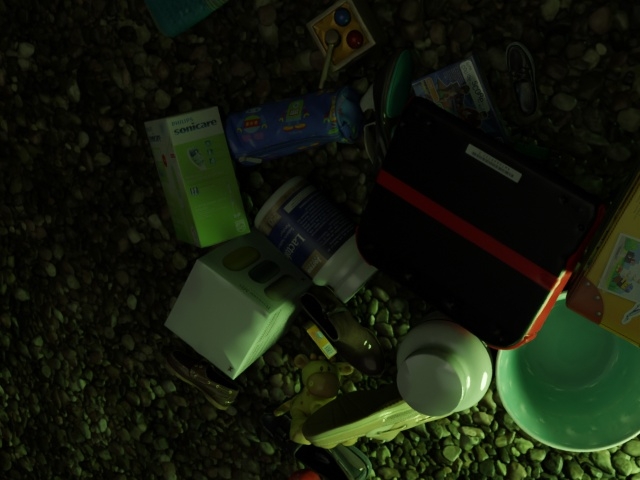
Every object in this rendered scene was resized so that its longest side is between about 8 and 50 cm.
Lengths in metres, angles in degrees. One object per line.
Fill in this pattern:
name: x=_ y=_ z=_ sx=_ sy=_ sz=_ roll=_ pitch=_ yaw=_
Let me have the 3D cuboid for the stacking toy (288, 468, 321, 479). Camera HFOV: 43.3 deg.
stacking toy: x=0.059 y=0.662 z=1.939 sx=0.330 sy=0.141 sz=0.141 roll=24 pitch=116 yaw=22

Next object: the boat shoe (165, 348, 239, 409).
boat shoe: x=-0.295 y=0.336 z=2.033 sx=0.207 sy=0.073 sz=0.073 roll=36 pitch=117 yaw=3

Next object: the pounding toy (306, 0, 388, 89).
pounding toy: x=0.040 y=-0.394 z=1.600 sx=0.141 sy=0.100 sz=0.130 roll=-28 pitch=93 yaw=31

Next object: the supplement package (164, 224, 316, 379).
supplement package: x=-0.164 y=0.127 z=1.783 sx=0.199 sy=0.263 sz=0.198 roll=36 pitch=119 yaw=10

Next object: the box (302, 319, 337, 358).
box: x=-0.004 y=0.222 z=1.829 sx=0.028 sy=0.136 sz=0.081 roll=-38 pitch=94 yaw=-4

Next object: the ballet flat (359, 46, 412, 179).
ballet flat: x=0.127 y=-0.245 z=1.616 sx=0.096 sy=0.095 sz=0.280 roll=12 pitch=112 yaw=32

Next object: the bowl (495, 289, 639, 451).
bowl: x=0.484 y=0.221 z=1.530 sx=0.312 sy=0.163 sz=0.311 roll=2 pitch=103 yaw=8

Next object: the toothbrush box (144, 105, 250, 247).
toothbrush box: x=-0.273 y=-0.141 z=1.775 sx=0.206 sy=0.122 sz=0.283 roll=14 pitch=119 yaw=64

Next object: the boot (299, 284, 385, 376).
boot: x=0.044 y=0.206 z=1.735 sx=0.090 sy=0.207 sz=0.248 roll=-38 pitch=85 yaw=9

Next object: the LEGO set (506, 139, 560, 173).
LEGO set: x=0.292 y=-0.071 z=1.503 sx=0.331 sy=0.192 sz=0.255 roll=23 pitch=123 yaw=10

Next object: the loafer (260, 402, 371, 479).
loafer: x=-0.022 y=0.494 z=1.935 sx=0.302 sy=0.095 sz=0.109 roll=28 pitch=117 yaw=15

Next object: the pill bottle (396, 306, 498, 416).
pill bottle: x=0.261 y=0.212 z=1.568 sx=0.182 sy=0.323 sz=0.181 roll=9 pitch=111 yaw=24

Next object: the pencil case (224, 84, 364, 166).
pencil case: x=-0.060 y=-0.234 z=1.685 sx=0.306 sy=0.133 sz=0.119 roll=-9 pitch=144 yaw=28

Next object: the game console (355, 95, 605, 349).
game console: x=0.255 y=-0.022 z=1.412 sx=0.386 sy=0.060 sz=0.342 roll=34 pitch=122 yaw=22

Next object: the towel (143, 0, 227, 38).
towel: x=-0.242 y=-0.610 z=1.628 sx=0.370 sy=0.040 sz=0.271 roll=-25 pitch=97 yaw=28

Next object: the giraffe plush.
giraffe plush: x=0.002 y=0.355 z=1.860 sx=0.210 sy=0.181 sz=0.170 roll=33 pitch=113 yaw=53

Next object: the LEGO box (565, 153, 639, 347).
LEGO box: x=0.607 y=-0.116 z=1.259 sx=0.193 sy=0.372 sz=0.500 roll=29 pitch=118 yaw=15

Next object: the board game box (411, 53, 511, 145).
board game box: x=0.277 y=-0.243 z=1.573 sx=0.136 sy=0.035 sz=0.201 roll=-19 pitch=98 yaw=30

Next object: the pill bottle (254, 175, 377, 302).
pill bottle: x=0.000 y=0.000 z=1.724 sx=0.265 sy=0.153 sz=0.153 roll=43 pitch=120 yaw=7

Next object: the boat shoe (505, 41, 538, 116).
boat shoe: x=0.376 y=-0.299 z=1.502 sx=0.049 sy=0.040 sz=0.142 roll=-12 pitch=102 yaw=29

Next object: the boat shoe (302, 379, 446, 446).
boat shoe: x=0.131 y=0.385 z=1.743 sx=0.341 sy=0.121 sz=0.110 roll=-19 pitch=110 yaw=-2
